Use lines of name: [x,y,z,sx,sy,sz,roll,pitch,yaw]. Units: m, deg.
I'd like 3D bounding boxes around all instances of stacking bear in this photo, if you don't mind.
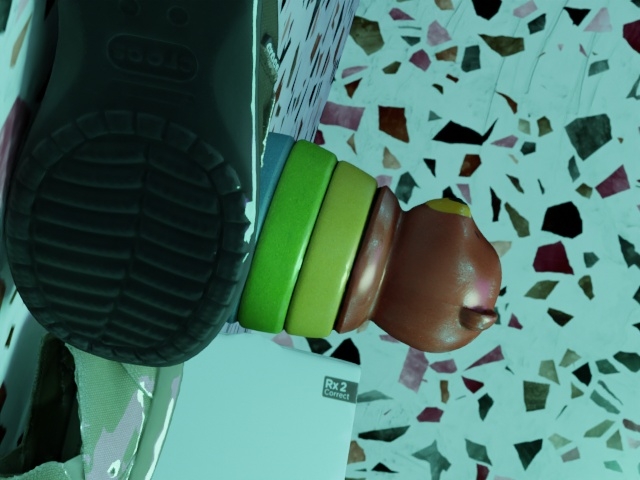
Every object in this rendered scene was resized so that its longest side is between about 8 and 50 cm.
stacking bear: [0.000,0.000,1.285,0.175,0.289,0.164,-50,158,-83]

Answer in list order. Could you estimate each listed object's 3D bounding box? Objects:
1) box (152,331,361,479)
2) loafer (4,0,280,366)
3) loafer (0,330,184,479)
box: [-0.086,0.159,1.193,0.119,0.181,0.182,-13,-115,61]
loafer: [-0.073,-0.088,0.880,0.130,0.134,0.366,-68,175,-54]
loafer: [-0.164,0.169,1.049,0.102,0.092,0.268,-4,-109,53]
